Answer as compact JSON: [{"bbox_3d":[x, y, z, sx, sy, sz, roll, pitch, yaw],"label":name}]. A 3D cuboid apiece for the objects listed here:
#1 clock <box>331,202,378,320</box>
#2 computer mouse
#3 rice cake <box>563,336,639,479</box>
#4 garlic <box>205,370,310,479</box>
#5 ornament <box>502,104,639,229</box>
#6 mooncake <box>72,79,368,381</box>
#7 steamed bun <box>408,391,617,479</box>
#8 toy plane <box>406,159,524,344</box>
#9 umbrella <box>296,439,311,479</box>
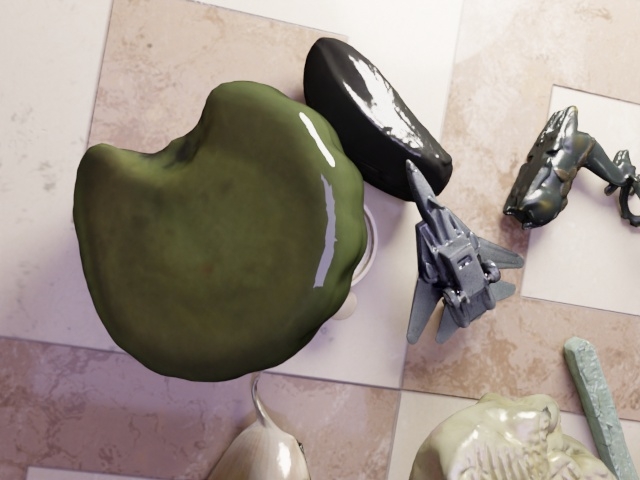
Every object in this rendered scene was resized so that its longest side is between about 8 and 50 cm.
[{"bbox_3d":[0.000,0.000,0.839,0.155,0.063,0.229,-16,90,-6],"label":"clock"},{"bbox_3d":[0.060,-0.147,0.807,0.086,0.137,0.270,-44,96,-21],"label":"computer mouse"},{"bbox_3d":[0.431,0.265,0.916,0.042,0.045,0.245,-21,94,-6],"label":"rice cake"},{"bbox_3d":[-0.077,0.328,0.802,0.148,0.128,0.267,28,81,-9],"label":"garlic"},{"bbox_3d":[0.418,-0.062,0.897,0.236,0.080,0.202,30,82,-8],"label":"ornament"},{"bbox_3d":[-0.109,-0.009,0.715,0.351,0.187,0.352,0,88,12],"label":"mooncake"},{"bbox_3d":[0.252,0.352,0.811,0.275,0.206,0.320,-44,96,-22],"label":"steamed bun"},{"bbox_3d":[0.174,0.010,0.797,0.212,0.088,0.267,-33,124,-9],"label":"toy plane"},{"bbox_3d":[-0.029,0.349,0.848,0.036,0.031,0.133,-14,92,-8],"label":"umbrella"}]
